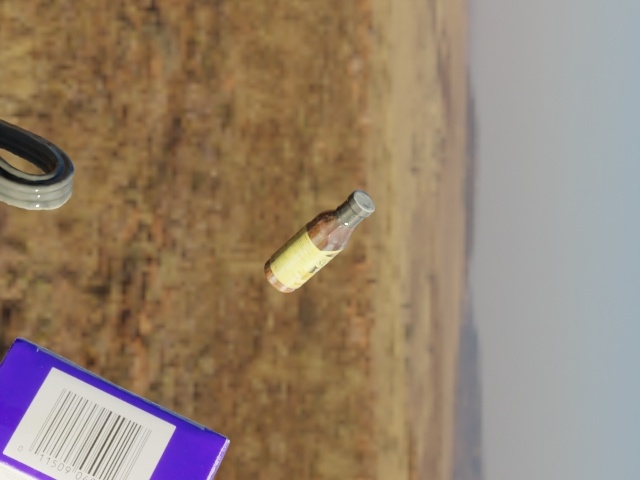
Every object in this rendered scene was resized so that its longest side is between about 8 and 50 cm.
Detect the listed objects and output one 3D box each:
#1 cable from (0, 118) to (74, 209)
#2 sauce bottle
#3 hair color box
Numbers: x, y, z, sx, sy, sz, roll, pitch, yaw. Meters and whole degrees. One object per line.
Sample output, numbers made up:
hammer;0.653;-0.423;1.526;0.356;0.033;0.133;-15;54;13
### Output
cable;-0.318;-0.093;1.259;0.139;0.287;0.072;-58;170;-58
sauce bottle;0.000;0.000;1.472;0.128;0.042;0.042;-41;-153;35
hair color box;-0.203;0.228;1.312;0.110;0.185;0.339;-63;179;-34
